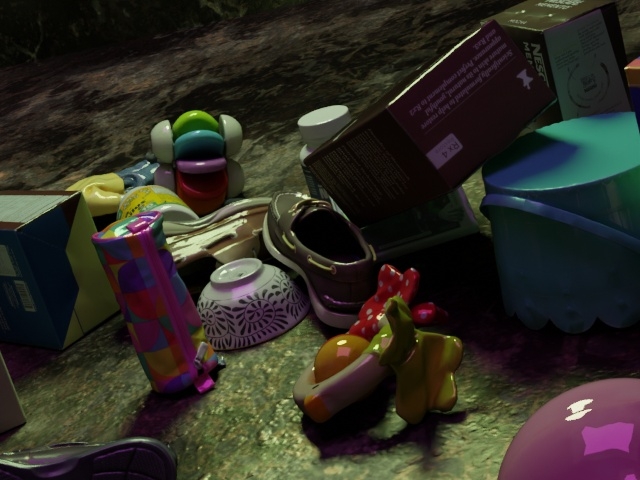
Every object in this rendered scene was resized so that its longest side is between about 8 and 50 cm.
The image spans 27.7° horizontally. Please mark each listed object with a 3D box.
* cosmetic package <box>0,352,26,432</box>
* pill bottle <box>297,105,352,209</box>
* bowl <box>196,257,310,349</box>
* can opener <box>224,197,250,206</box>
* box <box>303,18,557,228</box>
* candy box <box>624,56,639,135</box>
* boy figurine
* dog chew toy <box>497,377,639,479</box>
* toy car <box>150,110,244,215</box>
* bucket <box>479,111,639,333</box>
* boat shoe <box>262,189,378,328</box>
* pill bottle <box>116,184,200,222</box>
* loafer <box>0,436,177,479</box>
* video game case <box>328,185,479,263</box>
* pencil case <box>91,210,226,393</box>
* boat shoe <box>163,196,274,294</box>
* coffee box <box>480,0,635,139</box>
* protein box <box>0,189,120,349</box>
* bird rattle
[{"bbox_3d":[-0.500,0.104,1.700,0.113,0.309,0.160,-24,22,-19],"label":"cosmetic package"},{"bbox_3d":[0.027,-0.111,2.015,0.108,0.180,0.108,-15,21,6],"label":"pill bottle"},{"bbox_3d":[-0.105,0.075,1.792,0.170,0.080,0.170,-14,21,5],"label":"bowl"},{"bbox_3d":[-0.112,-0.045,2.126,0.073,0.059,0.186,-26,23,-20],"label":"can opener"},{"bbox_3d":[0.129,-0.141,1.718,0.191,0.143,0.381,-41,7,-17],"label":"box"},{"bbox_3d":[0.486,-0.058,1.338,0.268,0.317,0.122,6,30,46],"label":"candy box"},{"bbox_3d":[-0.401,-0.074,2.380,0.285,0.092,0.177,-29,24,-27],"label":"boy figurine"},{"bbox_3d":[0.238,0.251,0.945,0.207,0.206,0.332,-14,30,9],"label":"dog chew toy"},{"bbox_3d":[-0.210,-0.130,2.256,0.159,0.182,0.136,-5,24,-10],"label":"toy car"},{"bbox_3d":[0.330,-0.029,1.571,0.281,0.183,0.281,-16,20,6],"label":"bucket"},{"bbox_3d":[0.000,0.000,1.783,0.117,0.096,0.324,-8,30,-16],"label":"boat shoe"},{"bbox_3d":[-0.266,-0.024,2.112,0.118,0.117,0.208,-22,22,-12],"label":"pill bottle"},{"bbox_3d":[-0.304,0.277,1.440,0.303,0.109,0.095,-10,2,1],"label":"loafer"},{"bbox_3d":[0.116,-0.055,1.906,0.190,0.022,0.173,-18,54,0],"label":"video game case"},{"bbox_3d":[-0.206,0.081,1.656,0.104,0.236,0.104,-21,13,5],"label":"pencil case"},{"bbox_3d":[-0.150,0.027,1.931,0.324,0.123,0.116,-15,53,-19],"label":"boat shoe"},{"bbox_3d":[0.339,-0.175,1.771,0.119,0.297,0.168,-23,22,-16],"label":"coffee box"},{"bbox_3d":[-0.437,0.040,1.964,0.201,0.199,0.136,3,28,42],"label":"protein box"},{"bbox_3d":[0.052,0.121,1.505,0.207,0.143,0.253,-34,19,1],"label":"bird rattle"}]
